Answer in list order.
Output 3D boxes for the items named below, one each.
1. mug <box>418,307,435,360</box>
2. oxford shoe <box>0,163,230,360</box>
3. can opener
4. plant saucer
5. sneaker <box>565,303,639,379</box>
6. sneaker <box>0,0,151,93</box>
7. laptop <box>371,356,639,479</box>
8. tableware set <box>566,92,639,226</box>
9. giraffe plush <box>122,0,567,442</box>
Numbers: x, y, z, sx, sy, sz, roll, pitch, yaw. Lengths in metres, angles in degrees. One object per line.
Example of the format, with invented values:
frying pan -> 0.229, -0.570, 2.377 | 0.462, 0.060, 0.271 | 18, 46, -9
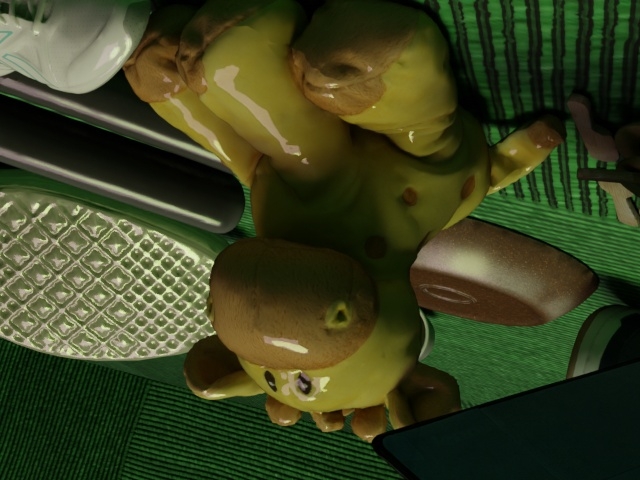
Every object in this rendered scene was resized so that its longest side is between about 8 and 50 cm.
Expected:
mug -> 0.071, 0.077, 1.231 | 0.062, 0.078, 0.064 | -22, 166, 15
oxford shoe -> -0.278, -0.005, 1.151 | 0.449, 0.169, 0.130 | 7, -151, 6
can opener -> -0.169, -0.088, 0.776 | 0.283, 0.076, 0.095 | 19, -160, -16
plant saucer -> 0.093, 0.023, 0.967 | 0.198, 0.036, 0.198 | 15, 167, 4
sneaker -> 0.290, 0.118, 0.980 | 0.153, 0.099, 0.282 | 11, 173, 37
sneaker -> -0.142, -0.104, 0.649 | 0.152, 0.054, 0.061 | 7, 162, 41
laptop -> 0.312, 0.071, 0.528 | 0.381, 0.236, 0.408 | -10, 159, -40
tableware set -> 0.185, -0.006, 0.665 | 0.128, 0.039, 0.194 | 17, 170, 24
giraffe plush -> 0.000, 0.000, 0.648 | 0.210, 0.171, 0.181 | 25, 165, -37
